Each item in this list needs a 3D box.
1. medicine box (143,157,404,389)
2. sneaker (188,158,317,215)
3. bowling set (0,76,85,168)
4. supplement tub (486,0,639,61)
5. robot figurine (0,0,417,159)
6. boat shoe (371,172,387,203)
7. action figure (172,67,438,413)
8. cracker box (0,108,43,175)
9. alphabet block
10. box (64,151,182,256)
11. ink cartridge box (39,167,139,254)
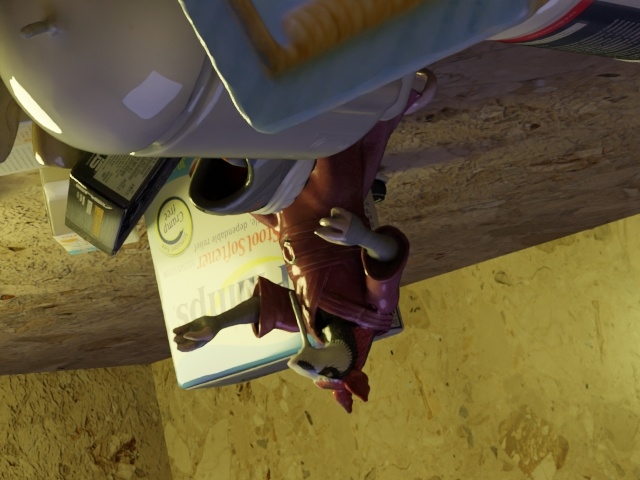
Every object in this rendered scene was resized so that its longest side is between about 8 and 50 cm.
[{"bbox_3d":[-0.068,0.011,1.612,0.149,0.289,0.263,-2,166,-44],"label":"medicine box"},{"bbox_3d":[-0.037,-0.121,1.183,0.108,0.100,0.271,-20,146,-48],"label":"sneaker"},{"bbox_3d":[-0.301,-0.142,0.986,0.200,0.154,0.287,8,-177,14],"label":"bowling set"},{"bbox_3d":[0.191,-0.223,0.911,0.272,0.191,0.191,-1,165,-45],"label":"supplement tub"},{"bbox_3d":[-0.077,-0.156,0.909,0.353,0.199,0.300,-1,-157,-43],"label":"robot figurine"},{"bbox_3d":[-0.032,-0.043,1.922,0.303,0.091,0.114,-7,169,-25],"label":"boat shoe"},{"bbox_3d":[0.000,0.000,1.410,0.248,0.370,0.276,-17,173,35],"label":"action figure"},{"bbox_3d":[-0.305,-0.115,1.275,0.232,0.067,0.156,-12,169,-6],"label":"cracker box"},{"bbox_3d":[0.036,-0.197,0.692,0.192,0.193,0.197,-18,-166,40],"label":"alphabet block"},{"bbox_3d":[-0.131,-0.109,1.133,0.056,0.231,0.183,33,162,-2],"label":"box"},{"bbox_3d":[-0.283,-0.044,1.621,0.092,0.090,0.143,-12,171,-2],"label":"ink cartridge box"}]
